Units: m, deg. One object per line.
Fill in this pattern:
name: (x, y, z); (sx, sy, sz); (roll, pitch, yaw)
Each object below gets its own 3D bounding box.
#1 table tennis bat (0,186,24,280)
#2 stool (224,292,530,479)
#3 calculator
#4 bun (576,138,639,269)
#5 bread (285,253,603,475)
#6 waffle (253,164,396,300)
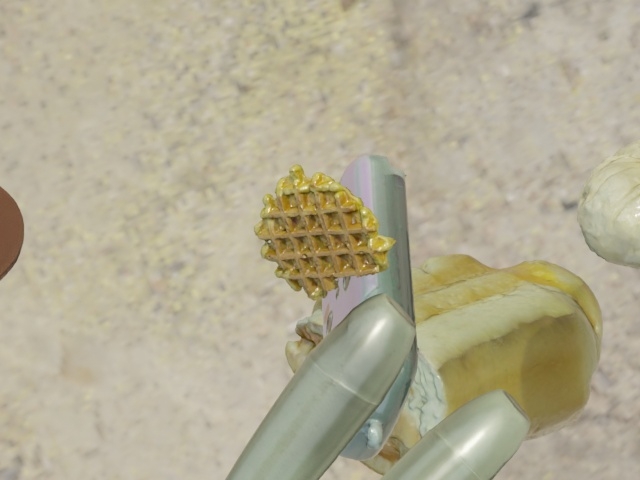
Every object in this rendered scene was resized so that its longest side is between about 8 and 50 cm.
table tennis bat: (-0.362, -0.004, 1.331); (0.274, 0.154, 0.021); (2, 132, -1)
stool: (0.040, 0.175, 0.933); (0.198, 0.195, 0.195); (-40, 49, 8)
calculator: (0.035, 0.050, 1.325); (0.141, 0.045, 0.246); (110, 162, -51)
bun: (0.309, -0.029, 1.503); (0.164, 0.188, 0.111); (-112, 35, -61)
bread: (0.163, 0.146, 2.019); (0.300, 0.341, 0.210); (18, 120, 46)
waffle: (-0.002, -0.001, 0.993); (0.078, 0.016, 0.085); (49, 131, 3)
